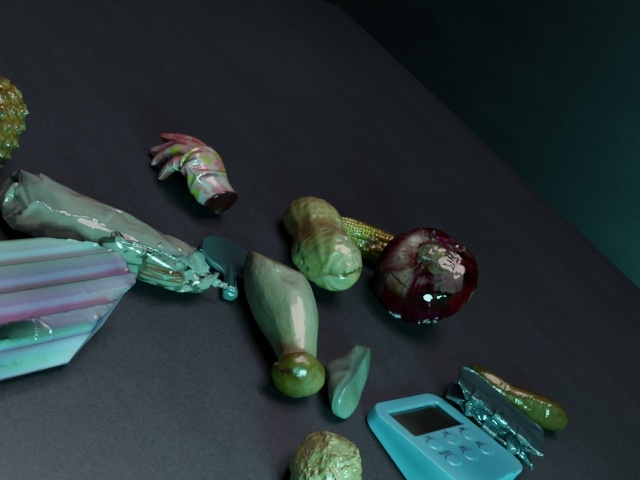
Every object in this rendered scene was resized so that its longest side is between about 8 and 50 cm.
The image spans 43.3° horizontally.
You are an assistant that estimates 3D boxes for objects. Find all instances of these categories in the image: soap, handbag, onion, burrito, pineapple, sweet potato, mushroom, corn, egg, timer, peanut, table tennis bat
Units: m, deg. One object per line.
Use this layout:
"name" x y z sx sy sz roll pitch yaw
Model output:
"soap" -0.427 0.092 1.210 0.193 0.109 0.323 47 29 21
"handbag" 0.369 0.370 1.700 0.229 0.062 0.179 40 10 8
"onion" 0.250 0.094 1.919 0.252 0.219 0.252 -4 49 5
"burrito" -0.358 0.002 1.446 0.445 0.101 0.139 26 12 -20
"pineapple" -0.600 -0.145 1.368 0.169 0.169 0.341 21 38 -27
"sweet potato" 0.457 0.366 1.856 0.273 0.075 0.075 27 27 -9
"mushroom" -0.070 0.143 1.540 0.128 0.128 0.350 18 36 -32
"corn" 0.152 0.020 2.037 0.319 0.097 0.097 23 29 -19
"egg" 0.007 0.362 1.274 0.118 0.116 0.140 6 24 3
"timer" 0.233 0.387 1.537 0.231 0.091 0.250 1 39 -49
"peanut" 0.000 0.000 1.845 0.149 0.149 0.313 21 28 -28
"table tennis bat" -0.188 0.053 1.645 0.124 0.033 0.201 22 27 -22

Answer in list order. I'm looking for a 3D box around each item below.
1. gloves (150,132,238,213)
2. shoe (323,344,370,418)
"gloves" -0.283 -0.168 1.801 0.145 0.126 0.241 -11 60 -50
"shoe" 0.041 0.265 1.545 0.078 0.079 0.195 6 28 21
